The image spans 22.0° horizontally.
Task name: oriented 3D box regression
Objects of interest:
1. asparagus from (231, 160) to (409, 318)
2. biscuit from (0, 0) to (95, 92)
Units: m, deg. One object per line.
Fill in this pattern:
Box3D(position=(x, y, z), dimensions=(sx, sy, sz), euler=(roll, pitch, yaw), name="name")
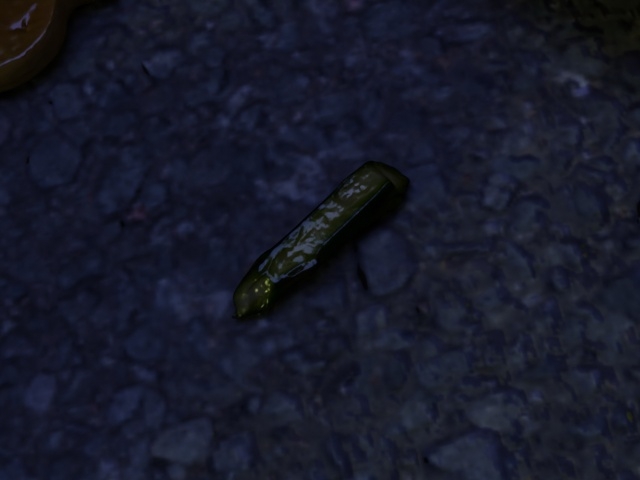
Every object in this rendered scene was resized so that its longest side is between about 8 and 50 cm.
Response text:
Box3D(position=(-0.001, 0.000, 0.768), dimensions=(0.108, 0.021, 0.025), euler=(-41, 65, -13), name="asparagus")
Box3D(position=(-0.201, -0.128, 0.862), dimensions=(0.236, 0.040, 0.144), euler=(-28, 68, -8), name="biscuit")
